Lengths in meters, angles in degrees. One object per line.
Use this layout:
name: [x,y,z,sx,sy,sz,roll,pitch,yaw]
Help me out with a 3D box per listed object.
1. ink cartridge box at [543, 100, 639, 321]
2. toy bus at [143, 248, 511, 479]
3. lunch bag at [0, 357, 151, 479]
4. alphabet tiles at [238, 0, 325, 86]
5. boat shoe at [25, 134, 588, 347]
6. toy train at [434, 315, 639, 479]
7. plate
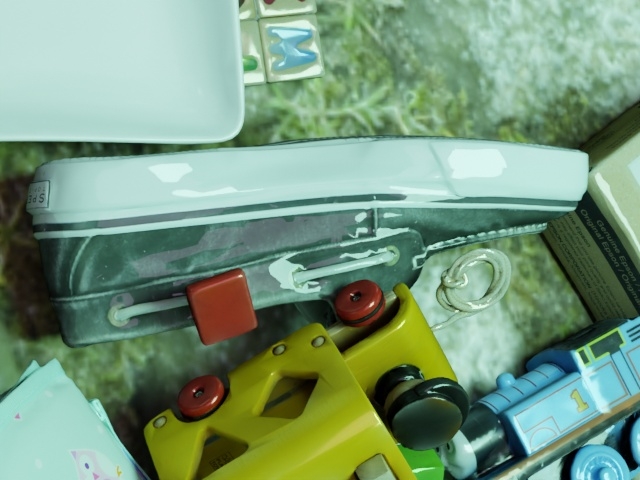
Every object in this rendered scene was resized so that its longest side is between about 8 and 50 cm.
ink cartridge box: [0.283,-0.019,0.892,0.235,0.088,0.193,-37,97,-25]
toy bus: [0.012,0.106,0.686,0.191,0.104,0.202,7,117,-25]
lunch bag: [-0.159,0.213,0.622,0.262,0.160,0.223,-41,97,-31]
alphabet tiles: [-0.105,-0.204,0.768,0.198,0.009,0.237,-9,92,-22]
boat shoe: [0.000,0.000,0.758,0.335,0.121,0.119,-5,96,-15]
toy train: [0.150,0.125,0.820,0.184,0.080,0.105,-25,84,-23]
plate: [-0.184,-0.187,0.707,0.278,0.045,0.277,-3,88,-22]
